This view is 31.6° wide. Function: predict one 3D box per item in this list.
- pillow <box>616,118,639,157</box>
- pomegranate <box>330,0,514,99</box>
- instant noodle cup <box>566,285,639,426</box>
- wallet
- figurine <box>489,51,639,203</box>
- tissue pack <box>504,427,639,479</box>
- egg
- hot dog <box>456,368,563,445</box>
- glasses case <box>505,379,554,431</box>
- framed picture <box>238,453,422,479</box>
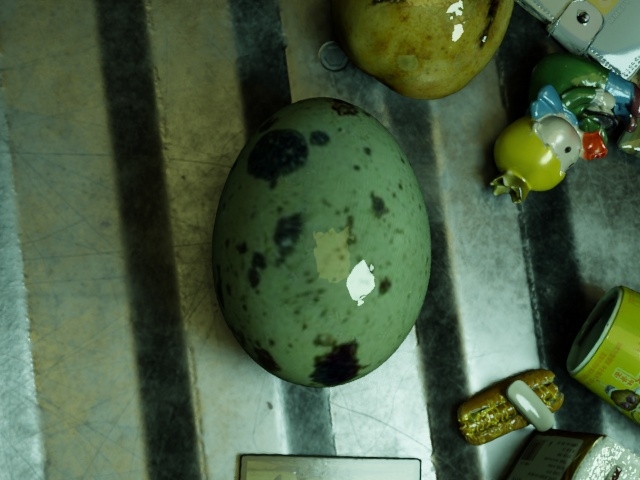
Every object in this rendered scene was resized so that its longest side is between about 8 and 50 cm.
[{"bbox_3d":[0.573,-0.180,1.728,0.212,0.052,0.208,28,75,-7],"label":"pillow"},{"bbox_3d":[0.139,-0.332,1.572,0.260,0.260,0.260,1,83,-11],"label":"pomegranate"},{"bbox_3d":[0.488,0.181,1.600,0.236,0.215,0.215,31,78,2],"label":"instant noodle cup"},{"bbox_3d":[0.417,-0.358,1.712,0.231,0.069,0.170,39,95,-1],"label":"wallet"},{"bbox_3d":[0.357,-0.147,1.645,0.185,0.127,0.234,24,65,0],"label":"figurine"},{"bbox_3d":[0.317,0.344,1.521,0.092,0.226,0.183,33,78,-7],"label":"tissue pack"},{"bbox_3d":[0.000,0.000,1.470,0.287,0.287,0.379,-4,85,-12],"label":"egg"},{"bbox_3d":[0.268,0.238,1.617,0.165,0.045,0.071,-21,90,-15],"label":"hot dog"},{"bbox_3d":[0.294,0.232,1.588,0.032,0.021,0.083,-43,94,-14],"label":"glasses case"},{"bbox_3d":[0.011,0.469,1.553,0.265,0.016,0.347,5,83,-11],"label":"framed picture"}]
